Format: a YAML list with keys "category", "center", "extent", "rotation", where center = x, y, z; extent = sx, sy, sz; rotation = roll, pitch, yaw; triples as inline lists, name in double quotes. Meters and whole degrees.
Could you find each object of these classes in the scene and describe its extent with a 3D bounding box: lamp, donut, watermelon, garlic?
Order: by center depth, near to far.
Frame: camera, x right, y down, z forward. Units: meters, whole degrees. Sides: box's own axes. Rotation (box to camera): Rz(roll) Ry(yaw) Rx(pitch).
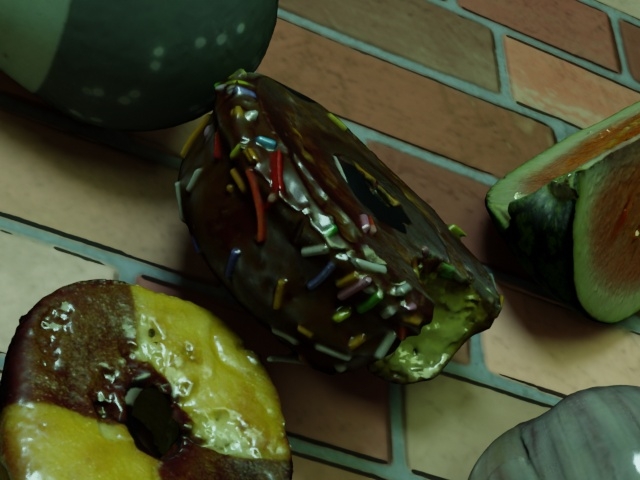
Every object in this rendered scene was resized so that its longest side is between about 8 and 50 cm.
- category: "donut"
  center: [-0.098, 0.110, 0.774]
  extent: [0.166, 0.073, 0.184]
  rotation: [6, 49, -31]
- category: "donut"
  center: [0.001, -0.001, 0.883]
  extent: [0.216, 0.096, 0.230]
  rotation: [45, 16, 7]
- category: "garlic"
  center: [0.198, 0.194, 0.883]
  extent: [0.207, 0.207, 0.257]
  rotation: [56, 9, 20]
- category: "lamp"
  center: [-0.179, -0.151, 0.902]
  extent: [0.314, 0.182, 0.181]
  rotation: [-7, 56, -18]
- category: "watermelon"
  center: [0.206, -0.043, 1.101]
  extent: [0.128, 0.159, 0.303]
  rotation: [24, 35, 31]
